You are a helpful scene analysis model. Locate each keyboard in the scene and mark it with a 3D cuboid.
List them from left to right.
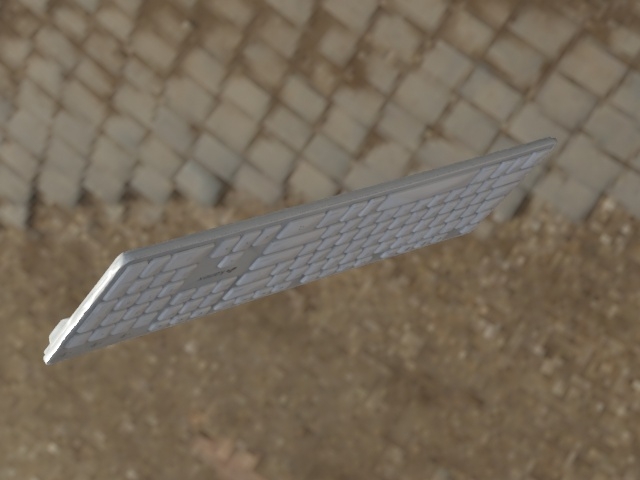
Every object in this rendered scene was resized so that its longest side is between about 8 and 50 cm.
[{"bbox_3d":[0.000,0.000,0.818,0.072,0.256,0.014,-41,73,43],"label":"keyboard"}]
